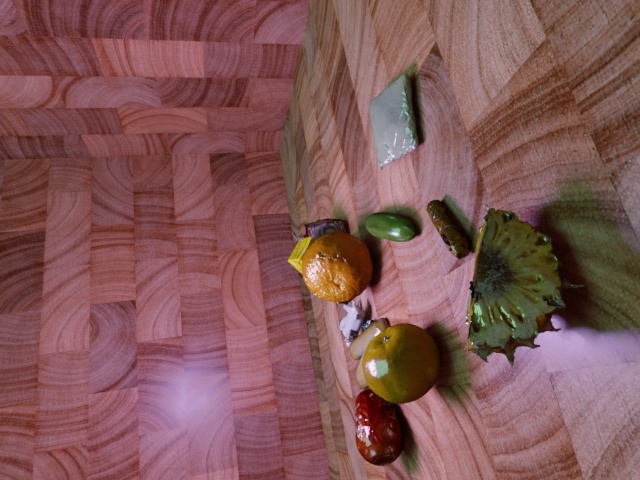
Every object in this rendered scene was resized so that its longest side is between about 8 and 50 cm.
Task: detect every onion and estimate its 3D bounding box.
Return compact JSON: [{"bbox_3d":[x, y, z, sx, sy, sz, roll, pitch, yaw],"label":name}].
[{"bbox_3d":[0.030,0.000,2.377,0.256,0.273,0.230,-41,-64,-71],"label":"onion"}]

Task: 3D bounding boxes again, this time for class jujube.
[{"bbox_3d":[0.243,0.796,1.850,0.318,0.223,0.223,-101,13,-60],"label":"jujube"}]

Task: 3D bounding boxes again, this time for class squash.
[{"bbox_3d":[0.259,-0.058,1.699,0.395,0.107,0.107,-151,57,-74],"label":"squash"}]

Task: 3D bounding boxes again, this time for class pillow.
[{"bbox_3d":[0.271,-0.430,1.590,0.281,0.076,0.274,160,102,-69],"label":"pillow"}]

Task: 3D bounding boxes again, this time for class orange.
[{"bbox_3d":[0.280,0.423,1.482,0.235,0.279,0.279,53,168,-8],"label":"orange"},{"bbox_3d":[0.083,0.117,2.012,0.293,0.341,0.340,-70,-12,-55],"label":"orange"}]

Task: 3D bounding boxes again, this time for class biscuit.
[{"bbox_3d":[0.231,0.506,1.920,0.290,0.062,0.236,-50,40,41],"label":"biscuit"}]

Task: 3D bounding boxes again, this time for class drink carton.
[{"bbox_3d":[0.004,0.151,2.225,0.111,0.351,0.154,-9,44,48],"label":"drink carton"}]

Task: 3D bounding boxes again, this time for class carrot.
[{"bbox_3d":[0.383,-0.040,1.305,0.069,0.069,0.228,99,161,-44],"label":"carrot"}]

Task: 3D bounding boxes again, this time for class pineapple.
[{"bbox_3d":[0.450,0.127,0.988,0.286,0.209,0.344,57,-135,-62],"label":"pineapple"}]

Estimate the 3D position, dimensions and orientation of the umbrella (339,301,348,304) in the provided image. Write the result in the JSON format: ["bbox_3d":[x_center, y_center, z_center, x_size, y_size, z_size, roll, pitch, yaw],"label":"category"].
[{"bbox_3d":[0.090,0.273,2.440,0.272,0.122,0.110,33,149,62],"label":"umbrella"}]

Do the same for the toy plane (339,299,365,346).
[{"bbox_3d":[0.154,0.402,2.133,0.245,0.118,0.244,12,-90,-88],"label":"toy plane"}]

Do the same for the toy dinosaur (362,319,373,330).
[{"bbox_3d":[0.230,0.422,2.068,0.154,0.055,0.049,105,152,-46],"label":"toy dinosaur"}]
